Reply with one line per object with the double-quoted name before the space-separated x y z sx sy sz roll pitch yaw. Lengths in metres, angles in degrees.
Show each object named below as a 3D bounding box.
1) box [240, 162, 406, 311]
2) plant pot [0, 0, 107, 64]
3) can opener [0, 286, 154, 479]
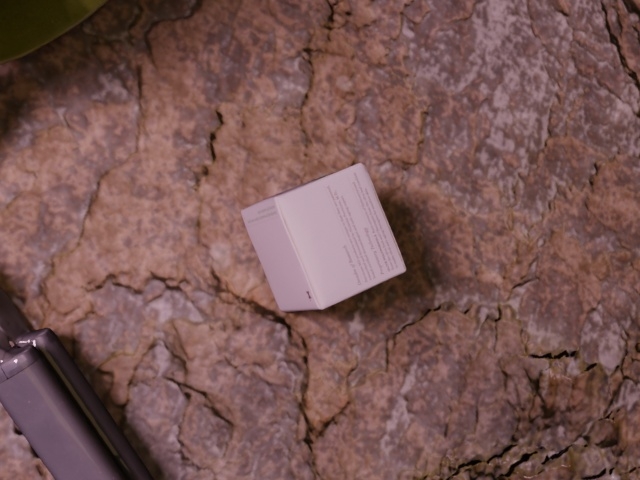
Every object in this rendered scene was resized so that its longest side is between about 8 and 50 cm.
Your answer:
"box" 0.000 0.000 0.857 0.087 0.101 0.102 -24 94 -21
"plant pot" -0.267 -0.320 0.705 0.293 0.275 0.275 45 71 4
"can opener" -0.242 0.113 0.782 0.095 0.076 0.283 -29 100 12
